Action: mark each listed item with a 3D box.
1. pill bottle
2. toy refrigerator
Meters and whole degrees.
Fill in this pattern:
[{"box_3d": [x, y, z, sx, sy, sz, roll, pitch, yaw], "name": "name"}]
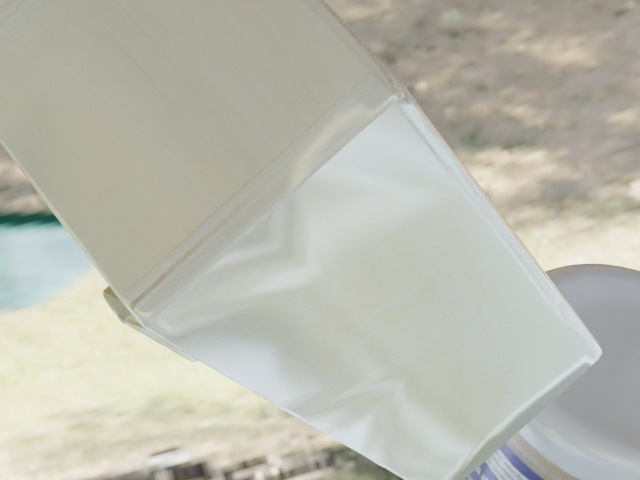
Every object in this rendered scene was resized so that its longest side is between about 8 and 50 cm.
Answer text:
[{"box_3d": [0.129, 0.153, 0.952, 0.153, 0.153, 0.265, -11, 140, -29], "name": "pill bottle"}, {"box_3d": [0.000, 0.000, 0.544, 0.094, 0.102, 0.269, -42, 155, 3], "name": "toy refrigerator"}]
